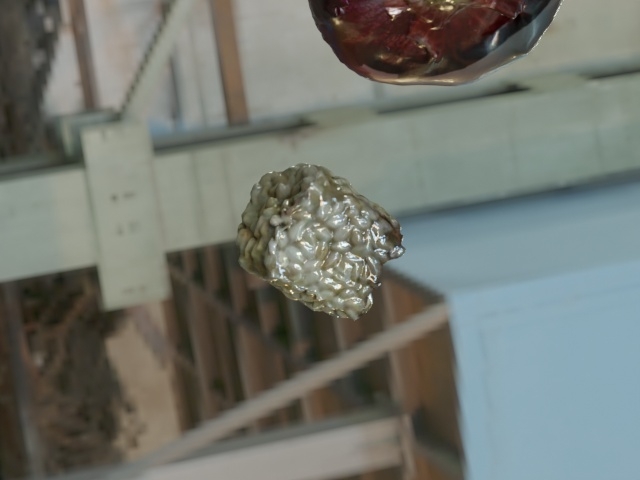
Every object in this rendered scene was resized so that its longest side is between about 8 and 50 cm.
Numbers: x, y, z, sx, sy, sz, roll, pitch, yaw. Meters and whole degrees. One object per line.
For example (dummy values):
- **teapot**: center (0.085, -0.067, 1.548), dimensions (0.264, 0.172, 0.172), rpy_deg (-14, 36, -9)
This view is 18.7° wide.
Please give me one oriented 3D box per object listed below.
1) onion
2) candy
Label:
- **onion**: center (0.107, -0.283, 1.876), dimensions (0.195, 0.272, 0.272), rpy_deg (-113, -159, -45)
- **candy**: center (0.000, 0.000, 1.387), dimensions (0.085, 0.110, 0.095), rpy_deg (20, -95, 60)
